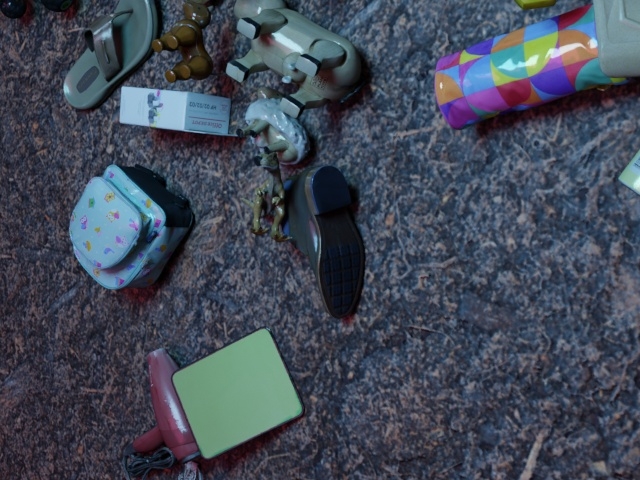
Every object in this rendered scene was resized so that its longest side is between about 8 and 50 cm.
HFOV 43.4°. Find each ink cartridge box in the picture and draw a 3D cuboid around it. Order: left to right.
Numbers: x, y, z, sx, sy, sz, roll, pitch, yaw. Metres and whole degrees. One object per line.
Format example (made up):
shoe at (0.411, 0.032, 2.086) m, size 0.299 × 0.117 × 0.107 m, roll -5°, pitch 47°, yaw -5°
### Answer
ink cartridge box at (-0.215, -0.203, 1.267) m, size 0.181 × 0.104 × 0.061 m, roll 12°, pitch 99°, yaw 33°

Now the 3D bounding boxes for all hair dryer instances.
hair dryer at (-0.273, 0.326, 1.349) m, size 0.224 × 0.080 × 0.293 m, roll 12°, pitch 99°, yaw 34°

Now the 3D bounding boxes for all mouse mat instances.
mouse mat at (-0.132, 0.238, 1.255) m, size 0.190 × 0.007 × 0.152 m, roll -28°, pitch 76°, yaw 11°

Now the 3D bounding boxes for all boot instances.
boot at (0.000, 0.000, 1.165) m, size 0.106 × 0.082 × 0.219 m, roll 8°, pitch 107°, yaw 59°

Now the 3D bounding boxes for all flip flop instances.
flip flop at (-0.374, -0.331, 1.385) m, size 0.277 × 0.080 × 0.112 m, roll -38°, pitch 71°, yaw 30°

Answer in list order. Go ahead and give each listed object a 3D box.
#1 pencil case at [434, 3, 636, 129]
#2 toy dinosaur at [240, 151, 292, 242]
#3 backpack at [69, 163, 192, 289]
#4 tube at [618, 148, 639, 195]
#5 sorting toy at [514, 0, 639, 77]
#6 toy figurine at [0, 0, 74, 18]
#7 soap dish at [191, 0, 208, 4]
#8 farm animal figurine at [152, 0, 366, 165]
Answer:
pencil case at (0.253, -0.201, 0.950) m, size 0.236 × 0.104 × 0.104 m, roll -9°, pitch 87°, yaw 35°
toy dinosaur at (-0.074, -0.053, 1.164) m, size 0.211 × 0.064 × 0.112 m, roll 122°, pitch 151°, yaw -63°
backpack at (-0.326, -0.012, 1.333) m, size 0.166 × 0.144 × 0.188 m, roll 40°, pitch 116°, yaw 21°
tube at (0.422, -0.143, 0.863) m, size 0.240 × 0.070 × 0.062 m, roll -56°, pitch 21°, yaw 16°
sorting toy at (0.340, -0.286, 0.828) m, size 0.307 × 0.041 × 0.229 m, roll -3°, pitch 84°, yaw 8°
toy figurine at (-0.555, -0.490, 1.422) m, size 0.210 × 0.213 × 0.148 m, roll -3°, pitch 77°, yaw 34°
soap dish at (-0.176, -0.539, 1.215) m, size 0.229 × 0.118 × 0.291 m, roll -28°, pitch 78°, yaw 32°
farm animal figurine at (-0.059, -0.311, 1.118) m, size 0.327 × 0.172 × 0.330 m, roll 48°, pitch 132°, yaw 2°
